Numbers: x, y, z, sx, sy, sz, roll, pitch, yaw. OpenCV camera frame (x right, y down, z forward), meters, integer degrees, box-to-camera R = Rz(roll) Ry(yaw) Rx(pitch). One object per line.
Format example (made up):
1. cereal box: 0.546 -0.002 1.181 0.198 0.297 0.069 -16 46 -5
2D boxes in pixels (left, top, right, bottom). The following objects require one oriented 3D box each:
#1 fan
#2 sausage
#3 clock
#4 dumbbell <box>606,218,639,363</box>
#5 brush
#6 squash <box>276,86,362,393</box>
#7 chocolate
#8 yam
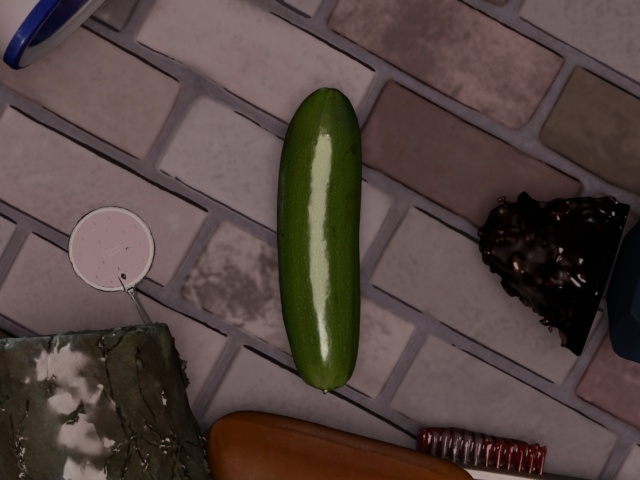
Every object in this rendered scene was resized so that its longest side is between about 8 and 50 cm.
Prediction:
1. fan: -0.194 0.030 1.840 0.085 0.005 0.133 -26 94 -1
2. sausage: 0.018 0.232 1.788 0.274 0.105 0.105 12 94 17
3. clock: -0.224 -0.262 1.703 0.230 0.230 0.083 -44 93 2
4. dumbbell: 0.442 0.075 1.799 0.325 0.160 0.144 15 125 -3
5. brush: 0.244 0.228 1.847 0.321 0.060 0.050 10 83 -3
6. squash: -0.001 -0.001 1.806 0.082 0.082 0.292 0 95 -2
7. chocolate: 0.213 0.017 1.800 0.133 0.156 0.156 18 94 12
8. yam: -0.217 0.245 1.755 0.241 0.241 0.348 -11 92 -1
